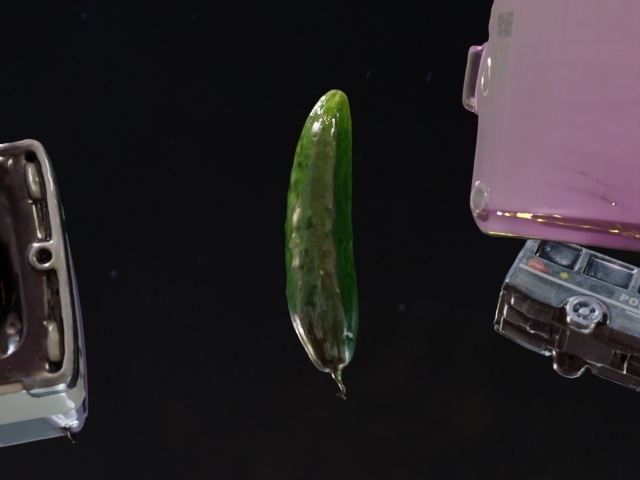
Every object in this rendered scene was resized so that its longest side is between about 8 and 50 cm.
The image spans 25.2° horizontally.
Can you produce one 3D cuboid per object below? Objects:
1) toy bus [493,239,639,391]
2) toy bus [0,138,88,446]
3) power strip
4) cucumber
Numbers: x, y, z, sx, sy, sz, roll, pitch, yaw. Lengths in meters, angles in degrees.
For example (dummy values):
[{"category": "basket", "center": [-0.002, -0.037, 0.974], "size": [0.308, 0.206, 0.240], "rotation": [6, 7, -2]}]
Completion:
[{"category": "toy bus", "center": [0.177, 0.050, 0.760], "size": [0.166, 0.065, 0.047], "rotation": [21, -42, 15]}, {"category": "toy bus", "center": [-0.399, 0.080, 1.142], "size": [0.440, 0.209, 0.249], "rotation": [-11, -18, -1]}, {"category": "power strip", "center": [0.125, -0.045, 0.371], "size": [0.037, 0.279, 0.109], "rotation": [6, -88, -26]}, {"category": "cucumber", "center": [0.000, 0.000, 0.760], "size": [0.039, 0.039, 0.168], "rotation": [-4, -101, 20]}]
